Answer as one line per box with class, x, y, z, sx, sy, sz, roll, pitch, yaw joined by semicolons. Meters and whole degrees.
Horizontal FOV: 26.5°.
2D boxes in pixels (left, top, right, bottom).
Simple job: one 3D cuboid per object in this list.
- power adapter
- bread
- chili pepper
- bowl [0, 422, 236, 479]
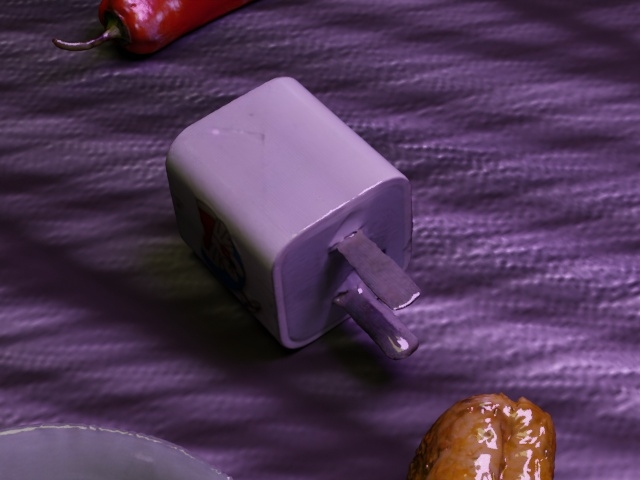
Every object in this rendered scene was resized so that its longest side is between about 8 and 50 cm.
power adapter;0.000;0.000;0.963;0.125;0.130;0.205;-32;55;-21
bread;0.087;0.198;0.812;0.083;0.114;0.211;16;51;-5
chili pepper;-0.113;-0.218;1.193;0.272;0.071;0.063;-27;15;-24
bowl;-0.152;0.268;0.743;0.313;0.146;0.313;-1;49;1
